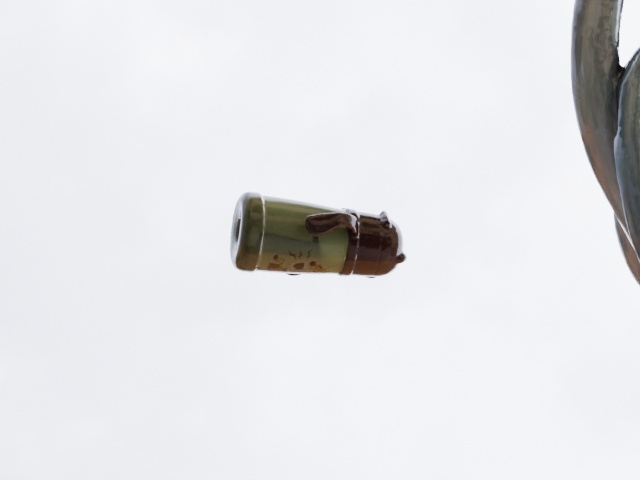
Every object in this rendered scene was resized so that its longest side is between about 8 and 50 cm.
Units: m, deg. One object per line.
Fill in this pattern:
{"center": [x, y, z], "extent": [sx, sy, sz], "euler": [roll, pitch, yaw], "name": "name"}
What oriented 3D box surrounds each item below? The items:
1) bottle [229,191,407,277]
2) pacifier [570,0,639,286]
{"center": [0.000, 0.000, 1.063], "extent": [0.101, 0.063, 0.047], "euler": [7, -88, -11], "name": "bottle"}
{"center": [0.236, -0.061, 0.774], "extent": [0.225, 0.287, 0.238], "euler": [-20, -67, 41], "name": "pacifier"}
